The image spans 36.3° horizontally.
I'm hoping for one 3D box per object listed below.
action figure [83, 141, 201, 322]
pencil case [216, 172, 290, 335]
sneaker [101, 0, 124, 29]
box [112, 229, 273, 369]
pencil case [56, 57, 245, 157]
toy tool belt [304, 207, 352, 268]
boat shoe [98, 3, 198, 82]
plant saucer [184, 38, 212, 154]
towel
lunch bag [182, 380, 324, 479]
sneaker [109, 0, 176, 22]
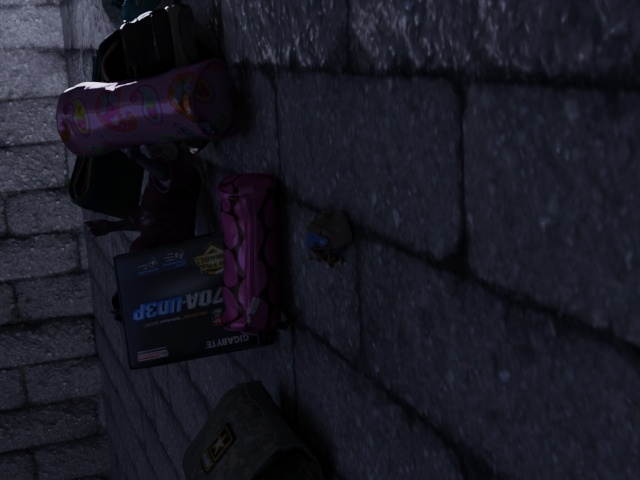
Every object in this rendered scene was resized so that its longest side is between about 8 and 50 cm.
[{"bbox_3d":[-0.248,-0.027,1.640,0.248,0.276,0.370,136,144,-60],"label":"action figure"},{"bbox_3d":[-0.093,0.018,1.291,0.098,0.095,0.209,-61,-30,-74],"label":"pencil case"},{"bbox_3d":[-0.412,-0.516,2.030,0.094,0.090,0.235,91,167,-60],"label":"sneaker"},{"bbox_3d":[-0.188,0.086,1.427,0.051,0.220,0.175,9,-110,-68],"label":"box"},{"bbox_3d":[-0.250,-0.186,1.422,0.284,0.124,0.124,-3,96,30],"label":"pencil case"},{"bbox_3d":[0.000,0.000,1.075,0.083,0.051,0.052,110,147,-54],"label":"toy tool belt"},{"bbox_3d":[-0.293,-0.294,1.566,0.355,0.130,0.132,157,105,-70],"label":"boat shoe"},{"bbox_3d":[-0.198,-0.238,1.573,0.198,0.036,0.198,172,90,-72],"label":"plant saucer"},{"bbox_3d":[-0.379,-0.180,1.816,0.370,0.040,0.271,56,-136,-86],"label":"towel"},{"bbox_3d":[-0.093,0.353,1.313,0.235,0.169,0.286,-145,58,-69],"label":"lunch bag"},{"bbox_3d":[-0.336,-0.465,1.765,0.275,0.110,0.107,-120,29,-49],"label":"sneaker"}]
